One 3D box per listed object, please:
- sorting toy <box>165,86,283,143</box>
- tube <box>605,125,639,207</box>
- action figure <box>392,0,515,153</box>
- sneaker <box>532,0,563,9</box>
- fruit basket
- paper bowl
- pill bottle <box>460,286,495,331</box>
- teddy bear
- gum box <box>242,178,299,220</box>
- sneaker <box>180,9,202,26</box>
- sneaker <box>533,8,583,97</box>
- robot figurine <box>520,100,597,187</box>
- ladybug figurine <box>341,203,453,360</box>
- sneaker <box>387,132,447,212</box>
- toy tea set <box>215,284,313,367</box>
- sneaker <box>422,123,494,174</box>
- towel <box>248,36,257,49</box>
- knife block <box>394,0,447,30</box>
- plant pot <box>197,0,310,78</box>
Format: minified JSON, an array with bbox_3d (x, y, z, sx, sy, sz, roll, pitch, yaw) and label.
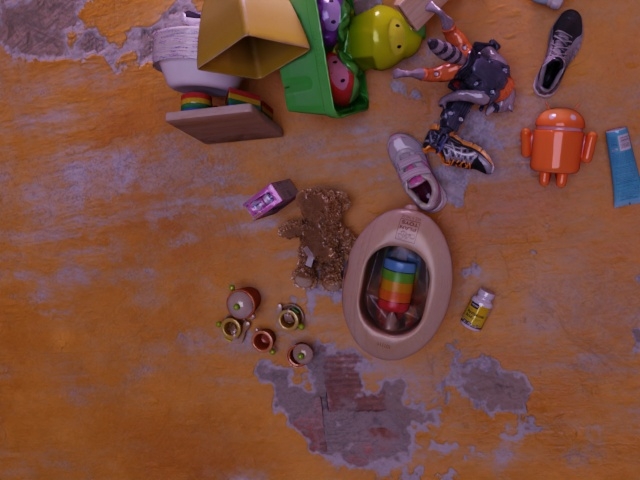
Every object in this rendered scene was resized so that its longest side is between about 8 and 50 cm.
[{"bbox_3d":[-0.270,-0.362,1.862,0.257,0.255,0.089,-3,83,16],"label":"sorting toy"},{"bbox_3d":[0.792,-0.191,1.690,0.080,0.052,0.207,-11,101,22],"label":"tube"},{"bbox_3d":[0.357,-0.396,1.655,0.330,0.178,0.341,21,91,-20],"label":"action figure"},{"bbox_3d":[0.596,-0.775,1.603,0.150,0.135,0.366,20,103,9],"label":"sneaker"},{"bbox_3d":[0.085,-0.524,1.731,0.392,0.283,0.392,8,110,24],"label":"fruit basket"},{"bbox_3d":[-0.330,-0.494,1.825,0.284,0.284,0.148,4,92,15],"label":"paper bowl"},{"bbox_3d":[0.449,0.194,1.838,0.065,0.065,0.116,25,104,11],"label":"pill bottle"},{"bbox_3d":[0.000,0.000,1.926,0.245,0.113,0.338,-8,104,24],"label":"teddy bear"},{"bbox_3d":[-0.142,-0.119,1.890,0.107,0.188,0.062,-35,89,18],"label":"gum box"},{"bbox_3d":[-0.274,-0.666,1.892,0.268,0.101,0.153,19,96,15],"label":"sneaker"},{"bbox_3d":[0.613,-0.478,1.646,0.086,0.132,0.229,18,104,12],"label":"sneaker"},{"bbox_3d":[0.615,-0.250,1.686,0.158,0.128,0.219,20,109,56],"label":"robot figurine"},{"bbox_3d":[0.223,0.114,1.838,0.305,0.162,0.449,16,103,13],"label":"ladybug figurine"},{"bbox_3d":[0.267,-0.190,1.803,0.103,0.111,0.252,-33,89,18],"label":"sneaker"},{"bbox_3d":[-0.169,0.273,1.995,0.336,0.124,0.200,21,104,12],"label":"toy tea set"},{"bbox_3d":[0.376,-0.233,1.772,0.215,0.084,0.083,33,82,19],"label":"sneaker"},{"bbox_3d":[-0.120,-0.602,1.813,0.029,0.197,0.144,7,104,47],"label":"towel"},{"bbox_3d":[0.326,-0.684,1.639,0.242,0.276,0.088,-20,128,40],"label":"knife block"},{"bbox_3d":[-0.184,-0.544,1.633,0.212,0.212,0.187,-17,81,44],"label":"plant pot"}]
